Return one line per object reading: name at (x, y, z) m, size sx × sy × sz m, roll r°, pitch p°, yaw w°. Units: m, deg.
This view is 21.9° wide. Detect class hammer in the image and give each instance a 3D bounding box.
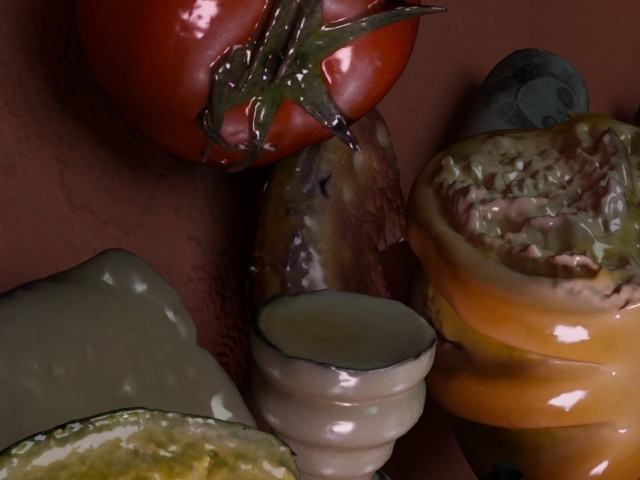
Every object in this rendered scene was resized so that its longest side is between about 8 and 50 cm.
hammer at (0.235, -0.022, 1.604) m, size 0.305 × 0.113 × 0.202 m, roll 56°, pitch 43°, yaw -27°

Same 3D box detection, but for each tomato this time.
tomato at (-0.054, -0.178, 1.218) m, size 0.256 × 0.256 × 0.224 m, roll 26°, pitch 30°, yaw -40°

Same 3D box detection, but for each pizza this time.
pizza at (0.000, 0.000, 1.319) m, size 0.161 × 0.086 × 0.305 m, roll 51°, pitch 35°, yaw -38°

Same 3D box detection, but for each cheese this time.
cheese at (-0.165, 0.159, 1.039) m, size 0.318 × 0.115 × 0.326 m, roll 27°, pitch 52°, yaw -39°

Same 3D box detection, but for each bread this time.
bread at (0.166, 0.054, 1.310) m, size 0.211 × 0.270 × 0.315 m, roll 5°, pitch 33°, yaw -7°

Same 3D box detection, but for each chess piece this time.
chess piece at (0.004, 0.168, 1.174) m, size 0.133 × 0.133 × 0.243 m, roll -23°, pitch 125°, yaw -51°

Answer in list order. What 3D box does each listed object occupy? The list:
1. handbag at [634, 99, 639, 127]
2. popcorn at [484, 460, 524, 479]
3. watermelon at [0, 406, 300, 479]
handbag at (0.474, -0.042, 1.780) m, size 0.241 × 0.222 × 0.263 m, roll 31°, pitch 49°, yaw -42°
popcorn at (0.119, 0.341, 1.130) m, size 0.237 × 0.293 × 0.293 m, roll -22°, pitch 90°, yaw -24°
watermelon at (-0.093, 0.271, 0.845) m, size 0.331 × 0.189 × 0.330 m, roll 10°, pitch 56°, yaw -16°
